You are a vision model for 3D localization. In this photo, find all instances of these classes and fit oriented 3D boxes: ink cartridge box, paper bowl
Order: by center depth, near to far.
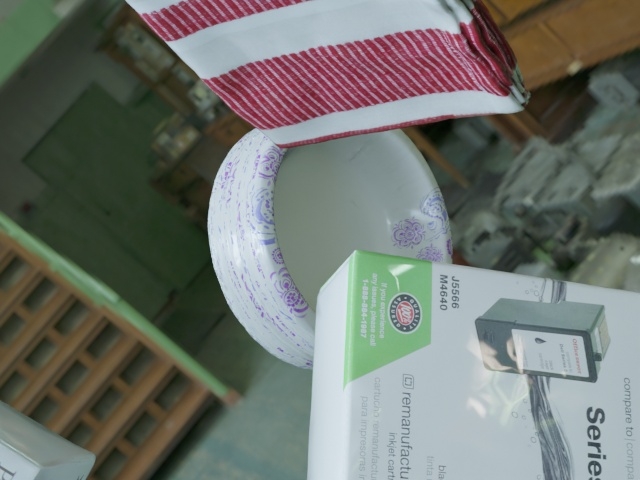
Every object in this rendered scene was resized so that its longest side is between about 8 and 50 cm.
[{"bbox_3d":[0.136,0.132,0.947,0.115,0.273,0.198,126,149,-65],"label":"ink cartridge box"},{"bbox_3d":[0.000,0.000,1.353,0.148,0.284,0.284,-19,29,47],"label":"paper bowl"}]

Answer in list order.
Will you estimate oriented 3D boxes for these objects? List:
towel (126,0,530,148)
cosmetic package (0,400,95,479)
[{"bbox_3d":[-0.016,-0.162,0.864,0.237,0.329,0.037,-7,61,29],"label":"towel"},{"bbox_3d":[-0.402,0.170,0.974,0.217,0.385,0.156,-62,-10,-5],"label":"cosmetic package"}]
